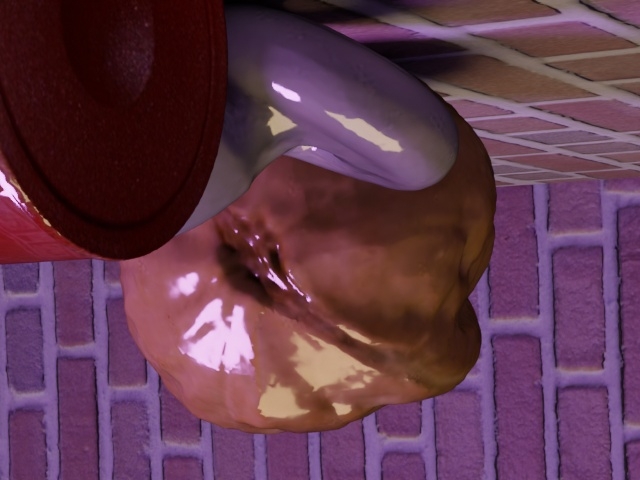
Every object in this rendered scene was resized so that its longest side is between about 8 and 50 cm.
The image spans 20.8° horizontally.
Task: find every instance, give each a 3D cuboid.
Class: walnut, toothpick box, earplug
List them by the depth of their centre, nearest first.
[{"bbox_3d":[-0.234,-0.082,0.786,0.333,0.204,0.204,-4,177,27],"label":"toothpick box"},{"bbox_3d":[-0.063,-0.082,1.241,0.325,0.175,0.214,-2,180,-12],"label":"earplug"},{"bbox_3d":[-0.009,0.006,1.577,0.383,0.383,0.383,-2,178,0],"label":"walnut"}]
